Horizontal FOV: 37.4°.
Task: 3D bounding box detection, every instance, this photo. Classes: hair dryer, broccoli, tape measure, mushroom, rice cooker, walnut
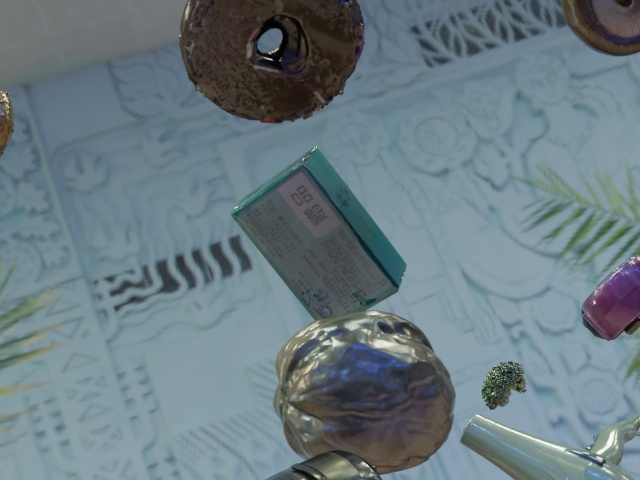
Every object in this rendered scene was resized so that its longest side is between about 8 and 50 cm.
[{"bbox_3d":[0.217,0.173,0.841,0.199,0.167,0.067,-47,-25,-60],"label":"hair dryer"},{"bbox_3d":[0.342,0.275,1.756,0.095,0.092,0.097,-9,26,0],"label":"broccoli"},{"bbox_3d":[0.404,0.073,1.238,0.125,0.074,0.118,-34,-19,-31],"label":"tape measure"},{"bbox_3d":[0.562,-0.449,1.786,0.231,0.194,0.138,4,16,-5],"label":"mushroom"},{"bbox_3d":[0.004,0.251,0.853,0.106,0.112,0.165,-18,-4,-29],"label":"rice cooker"},{"bbox_3d":[0.054,0.184,1.150,0.224,0.224,0.224,-20,-18,-7],"label":"walnut"}]

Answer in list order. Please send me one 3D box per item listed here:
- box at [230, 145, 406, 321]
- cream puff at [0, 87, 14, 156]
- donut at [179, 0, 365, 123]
[{"bbox_3d":[0.000,0.000,1.453,0.153,0.245,0.092,-32,13,24],"label":"box"},{"bbox_3d":[-0.568,-0.190,1.512,0.165,0.150,0.115,-24,-24,37],"label":"cream puff"},{"bbox_3d":[-0.068,-0.290,1.324,0.269,0.103,0.270,-5,-50,-6],"label":"donut"}]
